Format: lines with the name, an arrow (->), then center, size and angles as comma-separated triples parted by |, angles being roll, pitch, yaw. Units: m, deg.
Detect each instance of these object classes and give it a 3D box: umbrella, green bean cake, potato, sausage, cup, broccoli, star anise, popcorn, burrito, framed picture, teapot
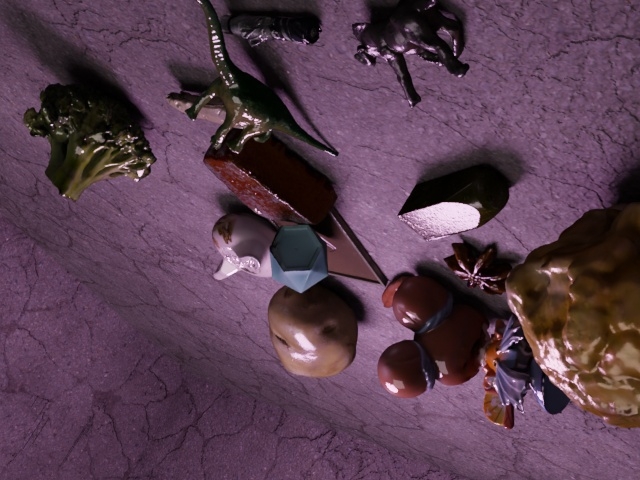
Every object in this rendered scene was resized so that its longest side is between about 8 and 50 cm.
umbrella -> -0.085, -0.332, 1.410 | 0.188, 0.050, 0.046 | 13, -177, 34
green bean cake -> -0.108, -0.133, 1.824 | 0.199, 0.097, 0.233 | 4, 148, 49
potato -> -0.017, 0.247, 2.401 | 0.243, 0.220, 0.326 | 7, 142, 22
sausage -> 0.178, 0.121, 2.120 | 0.047, 0.040, 0.176 | 10, 159, -5
cup -> -0.052, 0.027, 1.945 | 0.148, 0.134, 0.235 | 24, 172, 6
broccoli -> -0.521, -0.205, 1.973 | 0.288, 0.245, 0.248 | 39, 166, -10
star anise -> 0.320, 0.060, 1.784 | 0.168, 0.057, 0.168 | 24, 159, 10
popcorn -> 0.475, 0.121, 1.339 | 0.344, 0.353, 0.390 | -13, 135, 34
burrito -> -0.199, -0.256, 1.715 | 0.230, 0.058, 0.063 | 18, 154, 29
framed picture -> 0.000, 0.000, 2.097 | 0.241, 0.020, 0.324 | 11, 152, 38
teapot -> -0.182, 0.025, 2.210 | 0.204, 0.139, 0.298 | 32, 160, -10

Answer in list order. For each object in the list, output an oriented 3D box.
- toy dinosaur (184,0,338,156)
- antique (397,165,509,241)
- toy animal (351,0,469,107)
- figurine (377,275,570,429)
toy dinosaur -> -0.098, -0.272, 1.526 | 0.447, 0.087, 0.301 | 11, 140, -33
antique -> 0.236, -0.066, 1.571 | 0.081, 0.080, 0.221 | 37, 158, -17
toy animal -> 0.123, -0.275, 1.238 | 0.148, 0.084, 0.233 | 35, 161, -12
figurine -> 0.340, 0.249, 1.950 | 0.388, 0.276, 0.248 | 14, 178, 39
